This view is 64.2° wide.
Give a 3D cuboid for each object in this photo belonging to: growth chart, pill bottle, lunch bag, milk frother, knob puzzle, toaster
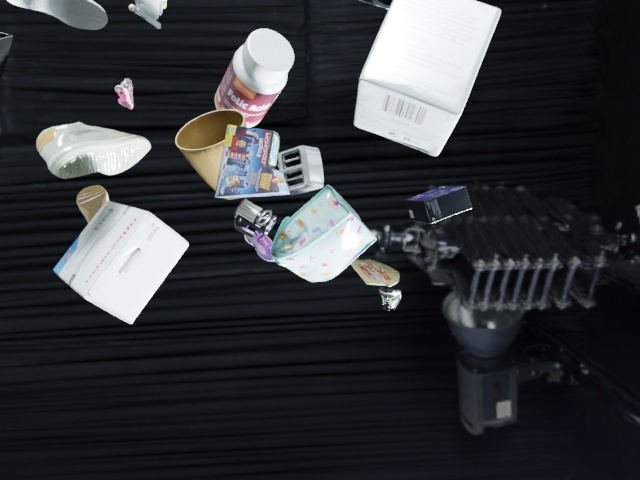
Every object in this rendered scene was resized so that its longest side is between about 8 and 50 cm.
[{"bbox_3d":[-0.426,-0.669,1.302,0.172,0.021,0.238,1,96,-82],"label":"growth chart"},{"bbox_3d":[-0.265,-0.637,2.034,0.392,0.223,0.224,-35,-127,58],"label":"pill bottle"},{"bbox_3d":[0.000,0.000,1.505,0.160,0.262,0.223,56,10,34],"label":"lunch bag"},{"bbox_3d":[-0.239,-0.096,1.850,0.129,0.134,0.143,-52,169,-48],"label":"milk frother"},{"bbox_3d":[0.224,0.133,2.000,0.213,0.213,0.030,-97,-158,-65],"label":"knob puzzle"},{"bbox_3d":[-0.074,-0.273,1.998,0.110,0.185,0.168,-3,84,-56],"label":"toaster"}]

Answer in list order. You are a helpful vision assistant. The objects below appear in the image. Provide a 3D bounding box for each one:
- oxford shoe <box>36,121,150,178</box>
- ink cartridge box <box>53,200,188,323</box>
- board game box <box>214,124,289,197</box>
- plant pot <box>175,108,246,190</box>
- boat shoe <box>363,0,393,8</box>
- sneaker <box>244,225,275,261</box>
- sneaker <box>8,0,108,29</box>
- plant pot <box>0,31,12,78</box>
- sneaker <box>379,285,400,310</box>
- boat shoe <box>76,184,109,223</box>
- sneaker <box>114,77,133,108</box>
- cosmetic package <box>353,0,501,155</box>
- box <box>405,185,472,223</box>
[{"bbox_3d":[-0.656,-0.279,1.516,0.130,0.169,0.449,47,17,1],"label":"oxford shoe"},{"bbox_3d":[-0.613,0.051,1.546,0.394,0.166,0.286,13,-114,51],"label":"ink cartridge box"},{"bbox_3d":[-0.165,-0.188,1.322,0.060,0.194,0.194,0,102,-66],"label":"board game box"},{"bbox_3d":[-0.326,-0.271,1.726,0.237,0.237,0.254,-95,169,-49],"label":"plant pot"},{"bbox_3d":[0.271,-0.875,1.836,0.119,0.335,0.121,48,-41,37],"label":"boat shoe"},{"bbox_3d":[-0.277,0.002,2.402,0.236,0.095,0.105,40,-24,24],"label":"sneaker"},{"bbox_3d":[-0.780,-0.738,1.495,0.292,0.108,0.169,2,55,-53],"label":"sneaker"},{"bbox_3d":[-0.886,-0.442,1.255,0.188,0.187,0.167,-130,-128,-60],"label":"plant pot"},{"bbox_3d":[0.302,0.256,2.194,0.234,0.084,0.097,34,71,-65],"label":"sneaker"},{"bbox_3d":[-0.909,-0.107,2.089,0.341,0.121,0.110,52,-24,43],"label":"boat shoe"},{"bbox_3d":[-0.563,-0.430,1.490,0.119,0.047,0.057,134,-22,-69],"label":"sneaker"},{"bbox_3d":[0.335,-0.557,1.680,0.327,0.329,0.394,85,29,-77],"label":"cosmetic package"},{"bbox_3d":[0.487,-0.153,2.130,0.261,0.184,0.103,-143,-145,-81],"label":"box"}]
